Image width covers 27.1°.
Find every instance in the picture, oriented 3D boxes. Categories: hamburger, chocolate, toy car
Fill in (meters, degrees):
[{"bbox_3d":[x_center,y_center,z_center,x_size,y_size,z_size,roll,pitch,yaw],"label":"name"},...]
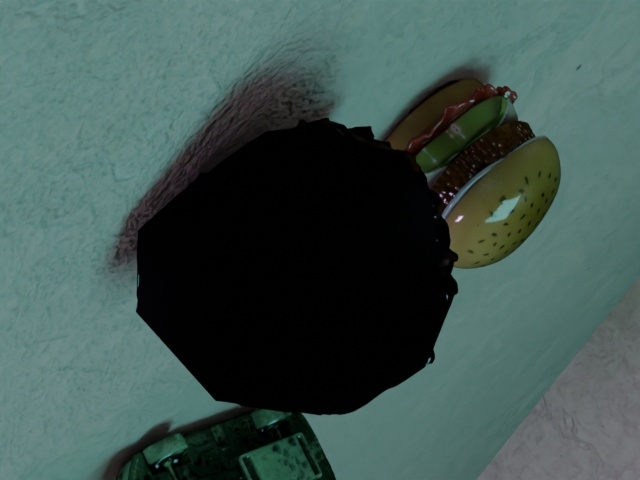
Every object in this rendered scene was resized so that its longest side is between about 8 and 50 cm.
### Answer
[{"bbox_3d":[0.137,-0.052,1.198,0.175,0.137,0.175,-35,157,-17],"label":"hamburger"},{"bbox_3d":[0.000,0.000,1.007,0.224,0.206,0.177,-36,-166,19],"label":"chocolate"},{"bbox_3d":[-0.105,0.263,1.368,0.125,0.136,0.306,-34,168,33],"label":"toy car"}]
